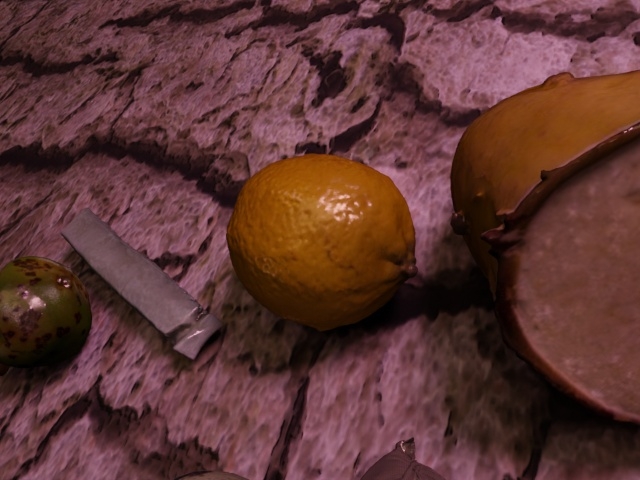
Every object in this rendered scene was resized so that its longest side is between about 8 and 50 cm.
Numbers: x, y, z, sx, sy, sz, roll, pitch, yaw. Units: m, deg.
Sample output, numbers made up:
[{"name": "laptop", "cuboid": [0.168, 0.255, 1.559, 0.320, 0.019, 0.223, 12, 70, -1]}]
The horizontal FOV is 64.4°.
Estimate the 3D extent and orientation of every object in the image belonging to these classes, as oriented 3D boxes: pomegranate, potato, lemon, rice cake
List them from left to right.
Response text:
[{"name": "pomegranate", "cuboid": [-0.371, 0.112, 0.672, 0.169, 0.122, 0.143, -66, 21, 11]}, {"name": "rice cake", "cuboid": [-0.258, 0.051, 0.705, 0.336, 0.063, 0.066, 31, 73, 35]}, {"name": "lemon", "cuboid": [0.000, 0.000, 0.566, 0.231, 0.192, 0.192, 21, 64, 33]}, {"name": "potato", "cuboid": [0.315, -0.030, 0.449, 0.396, 0.290, 0.296, 5, 27, 7]}]

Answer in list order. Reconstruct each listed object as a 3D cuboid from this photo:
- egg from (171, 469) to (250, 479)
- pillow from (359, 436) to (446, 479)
[{"name": "egg", "cuboid": [-0.091, 0.274, 0.431, 0.141, 0.141, 0.181, -49, 37, -18]}, {"name": "pillow", "cuboid": [0.122, 0.280, 0.400, 0.254, 0.059, 0.169, 22, 62, 32]}]
